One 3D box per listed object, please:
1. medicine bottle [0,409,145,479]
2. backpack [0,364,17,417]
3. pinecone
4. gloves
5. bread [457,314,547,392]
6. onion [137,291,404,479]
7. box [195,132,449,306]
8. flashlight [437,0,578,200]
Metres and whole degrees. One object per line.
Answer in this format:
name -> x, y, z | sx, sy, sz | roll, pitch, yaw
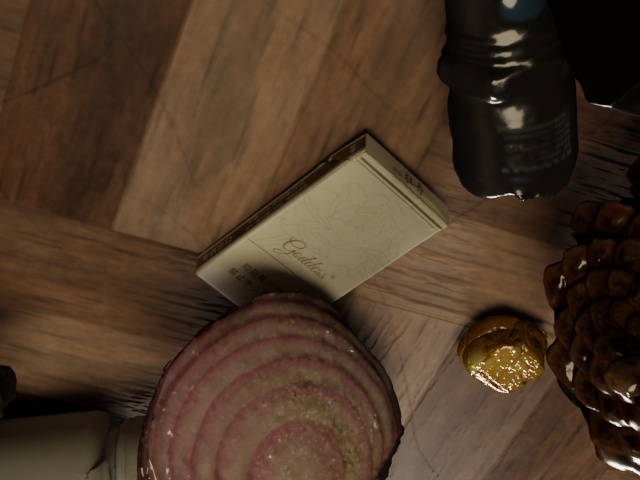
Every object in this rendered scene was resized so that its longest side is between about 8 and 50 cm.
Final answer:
medicine bottle -> -0.243, 0.232, 1.160 | 0.258, 0.143, 0.143 | -8, 129, 4
backpack -> -0.455, 0.124, 1.007 | 0.353, 0.201, 0.378 | -3, 115, 20
pinecone -> 0.338, 0.048, 0.968 | 0.296, 0.242, 0.298 | -4, 128, -11
gloves -> 0.239, -0.165, 0.841 | 0.124, 0.203, 0.164 | 1, 95, 31
bread -> 0.168, 0.103, 1.130 | 0.083, 0.046, 0.081 | 2, 135, -6
onion -> -0.068, 0.166, 1.074 | 0.250, 0.111, 0.247 | -48, 121, -18
box -> 0.000, 0.000, 1.051 | 0.198, 0.029, 0.109 | -35, 123, 25
flashlight -> 0.123, -0.215, 0.839 | 0.103, 0.103, 0.424 | -8, 128, 4
